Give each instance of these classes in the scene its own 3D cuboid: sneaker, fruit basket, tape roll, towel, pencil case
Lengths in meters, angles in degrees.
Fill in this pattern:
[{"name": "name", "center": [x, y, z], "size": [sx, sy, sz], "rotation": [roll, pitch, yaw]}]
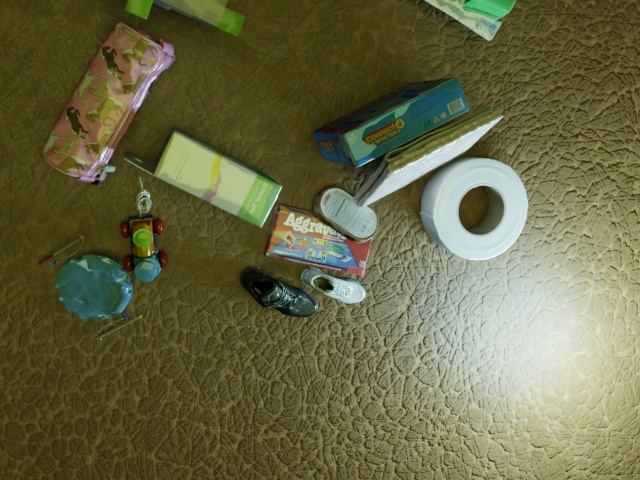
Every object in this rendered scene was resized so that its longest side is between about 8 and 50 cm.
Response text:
[{"name": "sneaker", "center": [0.040, 0.132, 1.876], "size": [0.191, 0.083, 0.071], "rotation": [18, 94, -18]}, {"name": "fruit basket", "center": [0.370, -0.742, 1.775], "size": [0.353, 0.165, 0.327], "rotation": [28, 92, -2]}, {"name": "tape roll", "center": [0.426, -0.091, 1.920], "size": [0.286, 0.100, 0.286], "rotation": [-3, 102, -14]}, {"name": "sneaker", "center": [-0.102, 0.154, 1.821], "size": [0.228, 0.130, 0.087], "rotation": [32, 94, -19]}, {"name": "towel", "center": [0.258, -0.208, 1.735], "size": [0.332, 0.317, 0.053], "rotation": [-27, 83, -15]}, {"name": "pencil case", "center": [-0.495, -0.321, 1.615], "size": [0.167, 0.160, 0.386], "rotation": [29, 92, -17]}]

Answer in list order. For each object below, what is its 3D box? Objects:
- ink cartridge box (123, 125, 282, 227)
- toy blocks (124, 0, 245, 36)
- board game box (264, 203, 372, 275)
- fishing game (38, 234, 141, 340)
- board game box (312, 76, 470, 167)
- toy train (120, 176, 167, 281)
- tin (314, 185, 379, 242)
[{"name": "ink cartridge box", "center": [-0.286, -0.174, 1.668], "size": [0.354, 0.207, 0.119], "rotation": [26, 96, -18]}, {"name": "toy blocks", "center": [-0.365, -0.589, 1.554], "size": [0.382, 0.261, 0.190], "rotation": [20, 101, -21]}, {"name": "board game box", "center": [0.000, 0.000, 1.869], "size": [0.281, 0.027, 0.145], "rotation": [12, 96, -16]}, {"name": "fishing game", "center": [-0.567, 0.115, 1.734], "size": [0.189, 0.041, 0.264], "rotation": [-31, 111, 7]}, {"name": "board game box", "center": [0.163, -0.295, 1.709], "size": [0.308, 0.302, 0.086], "rotation": [-28, 105, -8]}, {"name": "toy train", "center": [-0.439, -0.025, 1.693], "size": [0.105, 0.143, 0.247], "rotation": [-6, 102, -13]}, {"name": "tin", "center": [0.072, -0.070, 1.848], "size": [0.190, 0.040, 0.106], "rotation": [33, 69, -11]}]
